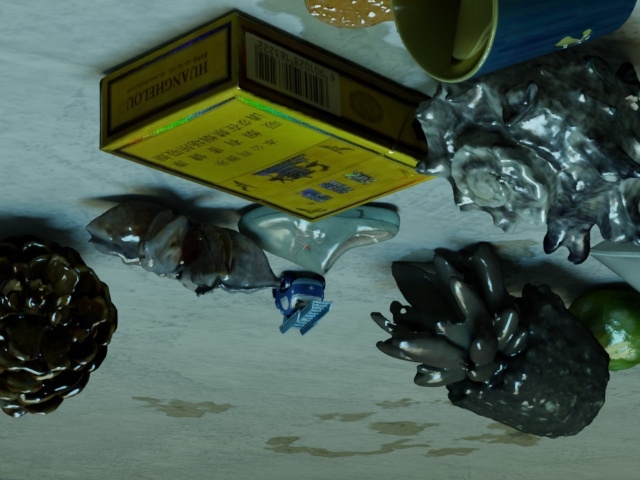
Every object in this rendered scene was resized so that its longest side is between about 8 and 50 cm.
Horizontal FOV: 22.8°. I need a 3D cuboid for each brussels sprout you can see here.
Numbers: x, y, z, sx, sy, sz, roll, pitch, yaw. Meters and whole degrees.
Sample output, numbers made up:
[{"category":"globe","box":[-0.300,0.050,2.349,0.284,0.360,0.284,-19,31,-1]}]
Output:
[{"category":"brussels sprout","box":[0.411,0.127,2.227,0.155,0.117,0.155,-8,154,-4]}]

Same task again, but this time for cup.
[{"category":"cup","box":[0.139,-0.198,1.217,0.155,0.131,0.176,-14,-169,-29]}]

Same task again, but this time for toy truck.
[{"category":"toy truck","box":[-0.020,0.076,2.111,0.063,0.074,0.136,5,158,-17]}]

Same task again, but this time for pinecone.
[{"category":"pinecone","box":[-0.361,0.097,1.942,0.224,0.224,0.272,5,156,-17]}]

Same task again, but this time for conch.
[{"category":"conch","box":[0.211,-0.081,1.523,0.241,0.186,0.313,-11,158,27]}]

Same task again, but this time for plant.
[{"category":"plant","box":[0.222,0.134,2.094,0.321,0.181,0.194,35,147,-26]}]

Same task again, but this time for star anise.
[{"category":"star anise","box":[-0.157,0.018,1.874,0.229,0.093,0.236,17,173,5]}]

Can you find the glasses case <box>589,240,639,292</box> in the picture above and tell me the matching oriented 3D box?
[{"category":"glasses case","box":[0.441,0.026,2.000,0.128,0.083,0.308,-5,161,28]}]

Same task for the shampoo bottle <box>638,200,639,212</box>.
[{"category":"shampoo bottle","box":[0.384,-0.063,1.742,0.246,0.079,0.080,2,161,-11]}]

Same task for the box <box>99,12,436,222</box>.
[{"category":"box","box":[-0.042,-0.112,1.563,0.193,0.084,0.301,-18,154,39]}]

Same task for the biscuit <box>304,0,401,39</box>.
[{"category":"biscuit","box":[0.110,-0.219,1.343,0.250,0.036,0.165,-2,150,-2]}]

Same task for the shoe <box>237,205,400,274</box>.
[{"category":"shoe","box":[0.000,0.000,1.895,0.195,0.078,0.079,-3,161,-5]}]
